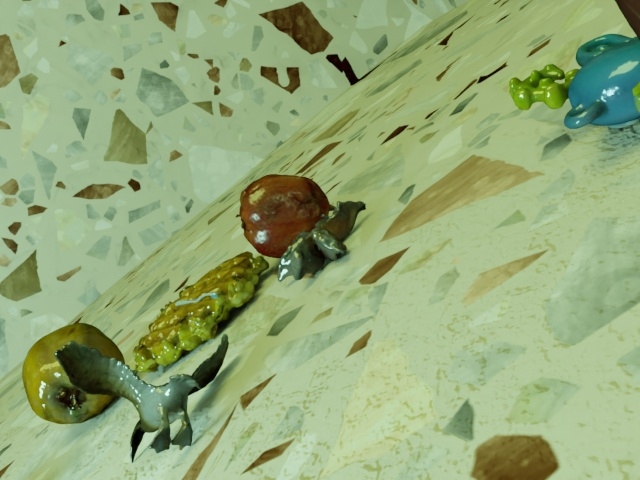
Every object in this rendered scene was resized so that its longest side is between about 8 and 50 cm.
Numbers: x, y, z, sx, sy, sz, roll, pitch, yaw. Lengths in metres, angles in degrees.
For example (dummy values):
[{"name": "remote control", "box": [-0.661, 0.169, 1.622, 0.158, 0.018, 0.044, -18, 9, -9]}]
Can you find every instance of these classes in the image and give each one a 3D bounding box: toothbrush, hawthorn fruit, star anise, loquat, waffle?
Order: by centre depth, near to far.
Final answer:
[{"name": "star anise", "box": [-0.012, 0.006, 1.220, 0.172, 0.063, 0.208, -32, 15, 30]}, {"name": "toothbrush", "box": [-0.229, 0.107, 1.273, 0.131, 0.013, 0.011, -14, 14, 44]}, {"name": "loquat", "box": [-0.482, 0.262, 1.355, 0.187, 0.176, 0.234, -39, 32, -4]}, {"name": "hawthorn fruit", "box": [-0.075, -0.054, 1.371, 0.179, 0.173, 0.173, -41, 14, -10]}, {"name": "waffle", "box": [-0.240, 0.133, 1.380, 0.325, 0.068, 0.302, -38, 14, 5]}]

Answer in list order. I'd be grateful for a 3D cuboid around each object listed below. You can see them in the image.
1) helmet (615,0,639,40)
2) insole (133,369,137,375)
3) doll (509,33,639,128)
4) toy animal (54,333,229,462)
[{"name": "helmet", "box": [0.414, -0.221, 0.533, 0.385, 0.230, 0.337, 0, 46, 40]}, {"name": "insole", "box": [-0.448, 0.312, 1.462, 0.197, 0.004, 0.065, -29, 16, 32]}, {"name": "doll", "box": [0.413, -0.215, 0.845, 0.341, 0.099, 0.346, -29, 16, -17]}, {"name": "toy animal", "box": [-0.233, 0.232, 0.950, 0.160, 0.272, 0.197, 22, 98, 55]}]
